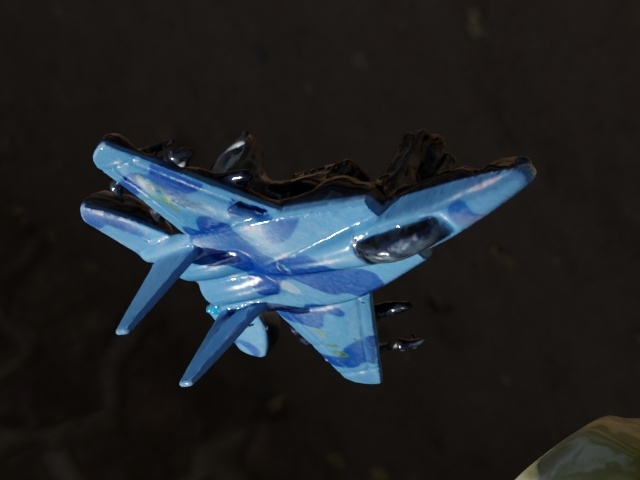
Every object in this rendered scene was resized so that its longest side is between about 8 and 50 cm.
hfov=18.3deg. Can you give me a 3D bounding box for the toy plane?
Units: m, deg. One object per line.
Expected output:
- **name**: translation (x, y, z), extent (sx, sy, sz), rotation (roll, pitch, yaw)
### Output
- **toy plane**: translation (0.003, -0.006, 0.818), extent (0.169, 0.078, 0.246), rotation (41, 139, -22)

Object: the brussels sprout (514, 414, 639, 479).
- **brussels sprout**: translation (0.133, 0.127, 0.693), extent (0.155, 0.117, 0.155), rotation (38, 148, 29)
